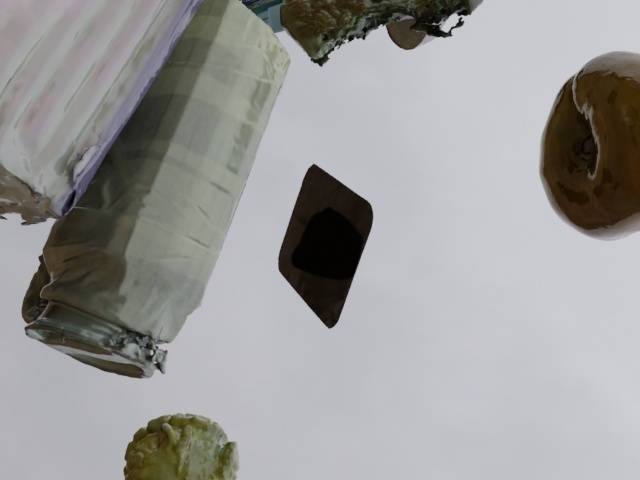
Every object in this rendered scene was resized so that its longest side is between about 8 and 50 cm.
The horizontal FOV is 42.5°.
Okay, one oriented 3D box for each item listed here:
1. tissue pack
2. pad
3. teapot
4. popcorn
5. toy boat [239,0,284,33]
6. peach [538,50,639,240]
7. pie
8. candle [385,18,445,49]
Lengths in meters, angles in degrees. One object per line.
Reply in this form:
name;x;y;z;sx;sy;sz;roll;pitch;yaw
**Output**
tissue pack;-0.151;-0.181;0.446;0.242;0.125;0.343;4;-121;41
pad;0.000;0.000;1.167;0.267;0.004;0.181;44;-62;62
teapot;-0.097;-0.030;0.445;0.107;0.077;0.200;0;-118;37
popcorn;-0.173;0.279;1.016;0.136;0.162;0.141;28;-87;15
toy boat;-0.121;-0.439;1.561;0.091;0.175;0.110;86;-21;-47
peach;0.392;-0.125;1.090;0.251;0.153;0.251;-175;-90;-67
pie;0.105;-0.447;1.439;0.372;0.078;0.296;-8;-121;19
candle;0.186;-0.464;1.570;0.169;0.068;0.192;10;-55;48
